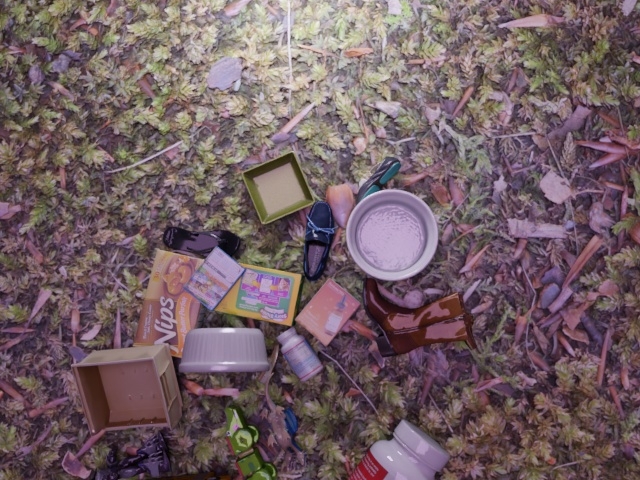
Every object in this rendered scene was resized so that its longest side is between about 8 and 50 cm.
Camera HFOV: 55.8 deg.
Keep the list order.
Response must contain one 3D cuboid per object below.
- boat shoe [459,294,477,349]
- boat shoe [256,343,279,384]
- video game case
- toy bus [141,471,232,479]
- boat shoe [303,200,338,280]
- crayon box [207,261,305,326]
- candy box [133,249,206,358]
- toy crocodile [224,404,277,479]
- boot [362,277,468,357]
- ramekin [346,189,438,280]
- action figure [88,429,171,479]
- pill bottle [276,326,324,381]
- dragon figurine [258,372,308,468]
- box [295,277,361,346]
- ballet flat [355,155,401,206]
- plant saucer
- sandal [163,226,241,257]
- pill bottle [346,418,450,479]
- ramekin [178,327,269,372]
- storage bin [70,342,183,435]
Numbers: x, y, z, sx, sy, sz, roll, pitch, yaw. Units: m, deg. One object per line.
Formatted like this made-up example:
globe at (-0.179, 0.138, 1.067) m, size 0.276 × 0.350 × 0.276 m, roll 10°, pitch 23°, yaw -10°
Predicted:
boat shoe at (0.448, 0.251, 1.873) m, size 0.060 × 0.064 × 0.177 m, roll -23°, pitch 82°, yaw 3°
boat shoe at (-0.164, 0.387, 1.907) m, size 0.045 × 0.050 × 0.135 m, roll 18°, pitch 86°, yaw 0°
video game case at (-0.329, 0.118, 1.873) m, size 0.119 × 0.015 × 0.166 m, roll 39°, pitch 87°, yaw 4°
toy bus at (-0.427, 0.785, 1.848) m, size 0.333 × 0.130 × 0.108 m, roll -8°, pitch 84°, yaw 3°
boat shoe at (0.000, 0.000, 1.910) m, size 0.109 × 0.089 × 0.258 m, roll 1°, pitch 85°, yaw 4°
crayon box at (-0.203, 0.164, 1.913) m, size 0.279 × 0.081 × 0.165 m, roll 11°, pitch 86°, yaw 4°
candy box at (-0.460, 0.202, 1.922) m, size 0.183 × 0.087 × 0.316 m, roll 13°, pitch 87°, yaw 4°
toy crocodile at (-0.220, 0.669, 1.853) m, size 0.105 × 0.115 × 0.340 m, roll -25°, pitch 84°, yaw 2°
boot at (0.284, 0.208, 1.837) m, size 0.281 × 0.096 × 0.264 m, roll -18°, pitch 85°, yaw 17°
ramekin at (0.219, -0.011, 1.875) m, size 0.277 × 0.135 × 0.277 m, roll 0°, pitch 85°, yaw 4°
action figure at (-0.608, 0.702, 1.857) m, size 0.285 × 0.185 × 0.099 m, roll -21°, pitch 115°, yaw -13°
pill bottle at (-0.067, 0.352, 1.885) m, size 0.087 × 0.087 × 0.160 m, roll -34°, pitch 83°, yaw 0°
dragon figurine at (-0.123, 0.566, 1.871) m, size 0.085 × 0.144 × 0.289 m, roll -24°, pitch 65°, yaw 3°
box at (0.025, 0.222, 1.889) m, size 0.130 × 0.091 × 0.170 m, roll 39°, pitch 89°, yaw 6°
ballet flat at (0.171, -0.190, 1.933) m, size 0.074 × 0.074 × 0.203 m, roll 42°, pitch 95°, yaw 6°
plant saucer at (-0.134, -0.167, 1.955) m, size 0.189 × 0.045 × 0.188 m, roll -23°, pitch 84°, yaw 2°
sandal at (-0.386, 0.008, 1.951) m, size 0.255 × 0.054 × 0.097 m, roll 4°, pitch 85°, yaw 4°
pill bottle at (0.191, 0.741, 1.765) m, size 0.229 × 0.229 × 0.407 m, roll 36°, pitch 88°, yaw 6°
ramekin at (-0.286, 0.330, 1.812) m, size 0.273 × 0.273 × 0.127 m, roll -1°, pitch 79°, yaw 3°
storage bin at (-0.582, 0.462, 1.850) m, size 0.263 × 0.123 × 0.260 m, roll -7°, pitch 104°, yaw 9°
